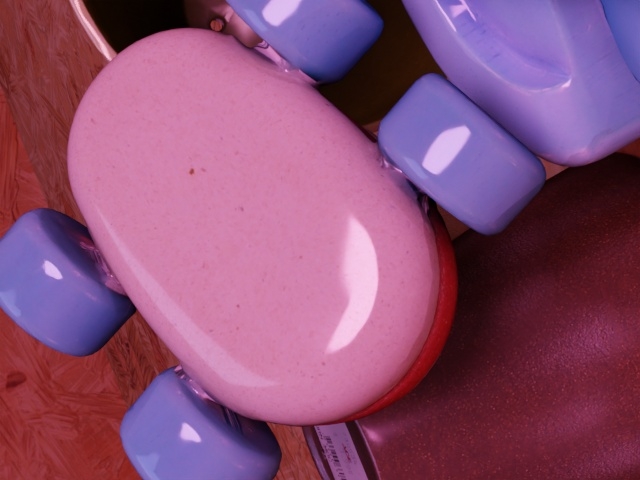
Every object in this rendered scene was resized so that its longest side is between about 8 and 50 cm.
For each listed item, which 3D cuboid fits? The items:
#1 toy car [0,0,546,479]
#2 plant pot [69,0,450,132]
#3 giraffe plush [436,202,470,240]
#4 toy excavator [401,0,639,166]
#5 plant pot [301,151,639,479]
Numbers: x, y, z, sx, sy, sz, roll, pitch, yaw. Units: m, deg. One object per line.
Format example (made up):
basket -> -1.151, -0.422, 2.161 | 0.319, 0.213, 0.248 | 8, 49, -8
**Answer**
toy car -> 0.000, 0.000, 0.700 | 0.210, 0.219, 0.238 | 46, -168, 21
plant pot -> -0.032, -0.192, 0.926 | 0.293, 0.275, 0.274 | -177, 67, -84
giraffe plush -> 0.026, 0.015, 1.012 | 0.181, 0.170, 0.210 | 98, 155, -61
toy excavator -> 0.175, -0.091, 0.579 | 0.433, 0.222, 0.445 | 32, 151, 62
plant pot -> 0.110, 0.085, 0.818 | 0.215, 0.230, 0.215 | 52, 155, 38
